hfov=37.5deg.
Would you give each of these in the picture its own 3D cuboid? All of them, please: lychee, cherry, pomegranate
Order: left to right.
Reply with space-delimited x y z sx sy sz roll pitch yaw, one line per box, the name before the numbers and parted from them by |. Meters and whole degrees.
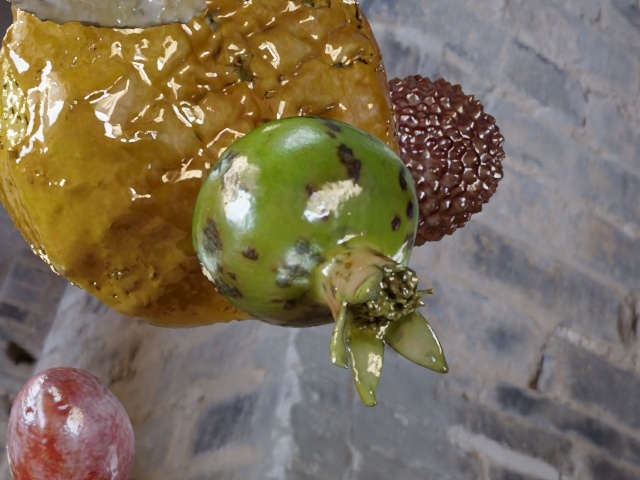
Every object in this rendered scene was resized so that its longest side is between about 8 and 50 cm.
cherry | -0.356 0.275 1.321 0.175 0.192 0.250 -1 127 6
pomegranate | -0.001 0.013 0.620 0.156 0.220 0.156 -13 147 -9
lychee | 0.147 -0.128 1.609 0.330 0.306 0.306 5 155 27

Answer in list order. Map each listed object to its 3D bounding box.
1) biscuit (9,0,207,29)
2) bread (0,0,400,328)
biscuit | -0.157 -0.205 0.459 0.032 0.133 0.250 18 135 62
bread | -0.111 -0.102 0.883 0.398 0.398 0.215 29 160 -29
